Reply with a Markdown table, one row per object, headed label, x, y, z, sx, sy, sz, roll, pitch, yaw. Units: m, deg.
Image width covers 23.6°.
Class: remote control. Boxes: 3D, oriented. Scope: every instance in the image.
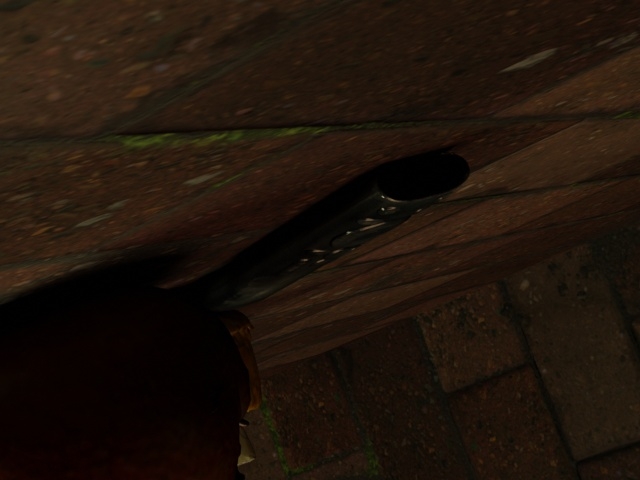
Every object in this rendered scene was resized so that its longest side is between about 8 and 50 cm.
| label | x | y | z | sx | sy | sz | roll | pitch | yaw |
| --- | --- | --- | --- | --- | --- | --- | --- | --- | --- |
| remote control | 0.000 | 0.000 | 1.494 | 0.107 | 0.044 | 0.377 | -20 | 174 | -35 |

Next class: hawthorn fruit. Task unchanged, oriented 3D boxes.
| label | x | y | z | sx | sy | sz | roll | pitch | yaw |
| --- | --- | --- | --- | --- | --- | --- | --- | --- | --- |
| hawthorn fruit | -0.240 | 0.189 | 1.397 | 0.369 | 0.284 | 0.285 | -11 | 171 | -8 |

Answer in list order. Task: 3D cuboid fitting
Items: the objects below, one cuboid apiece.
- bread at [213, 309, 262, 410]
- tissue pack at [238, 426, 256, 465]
| label | x | y | z | sx | sy | sz | roll | pitch | yaw |
| --- | --- | --- | --- | --- | --- | --- | --- | --- | --- |
| bread | -0.180 | 0.153 | 1.686 | 0.268 | 0.145 | 0.268 | -17 | 175 | -1 |
| tissue pack | -0.188 | 0.222 | 1.998 | 0.148 | 0.196 | 0.092 | -21 | 174 | -13 |
